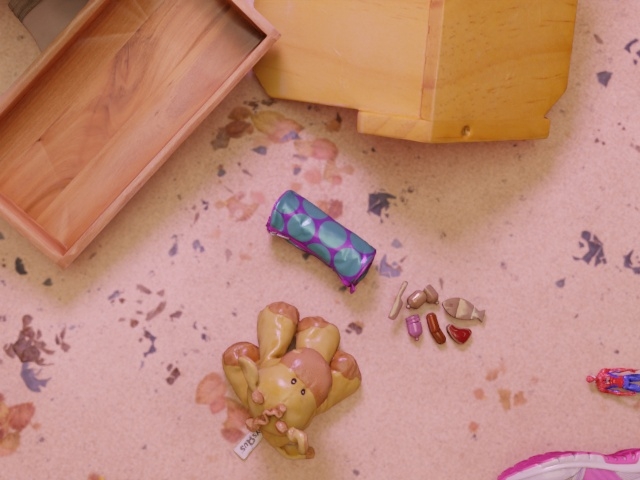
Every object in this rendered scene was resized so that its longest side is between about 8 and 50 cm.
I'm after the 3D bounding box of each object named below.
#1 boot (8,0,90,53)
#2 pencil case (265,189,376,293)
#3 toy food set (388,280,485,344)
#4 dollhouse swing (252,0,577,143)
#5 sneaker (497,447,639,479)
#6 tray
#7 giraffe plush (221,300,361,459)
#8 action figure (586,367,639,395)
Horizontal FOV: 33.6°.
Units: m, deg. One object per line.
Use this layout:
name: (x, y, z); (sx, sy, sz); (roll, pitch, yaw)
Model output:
boot: (-0.297, -0.311, 1.438); (0.213, 0.077, 0.165); (-31, 81, -7)
pencil case: (0.000, 0.000, 1.408); (0.152, 0.064, 0.070); (34, 65, 3)
toy food set: (0.154, 0.104, 1.425); (0.122, 0.019, 0.077); (25, 81, -7)
dollhouse swing: (0.123, -0.323, 1.417); (0.315, 0.305, 0.346); (-6, 106, -37)
sneaker: (0.353, 0.325, 1.357); (0.252, 0.103, 0.111); (-2, 80, -3)
tray: (-0.265, -0.182, 1.364); (0.203, 0.076, 0.411); (43, 91, -10)
giraffe plush: (-0.046, 0.184, 1.323); (0.181, 0.170, 0.210); (25, 81, 1)
action figure: (0.413, 0.190, 1.420); (0.115, 0.030, 0.038); (4, 86, 0)
